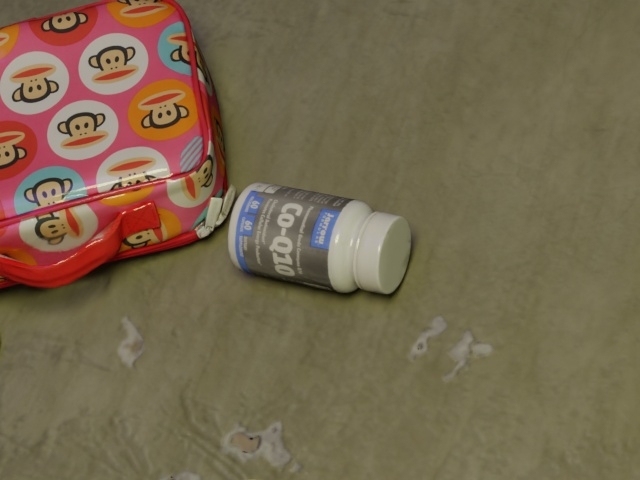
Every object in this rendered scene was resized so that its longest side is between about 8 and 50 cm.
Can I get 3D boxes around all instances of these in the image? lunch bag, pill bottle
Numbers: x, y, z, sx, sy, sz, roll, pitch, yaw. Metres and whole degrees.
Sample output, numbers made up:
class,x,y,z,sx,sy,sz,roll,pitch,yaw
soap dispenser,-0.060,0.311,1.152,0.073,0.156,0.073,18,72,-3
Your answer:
class,x,y,z,sx,sy,sz,roll,pitch,yaw
lunch bag,-0.228,-0.070,1.705,0.293,0.120,0.258,-13,54,1
pill bottle,0.000,0.000,1.620,0.137,0.078,0.078,11,63,25

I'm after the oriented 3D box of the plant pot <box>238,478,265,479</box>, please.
class,x,y,z,sx,sy,sz,roll,pitch,yaw
plant pot,-0.045,0.257,1.460,0.134,0.095,0.134,-9,57,14
